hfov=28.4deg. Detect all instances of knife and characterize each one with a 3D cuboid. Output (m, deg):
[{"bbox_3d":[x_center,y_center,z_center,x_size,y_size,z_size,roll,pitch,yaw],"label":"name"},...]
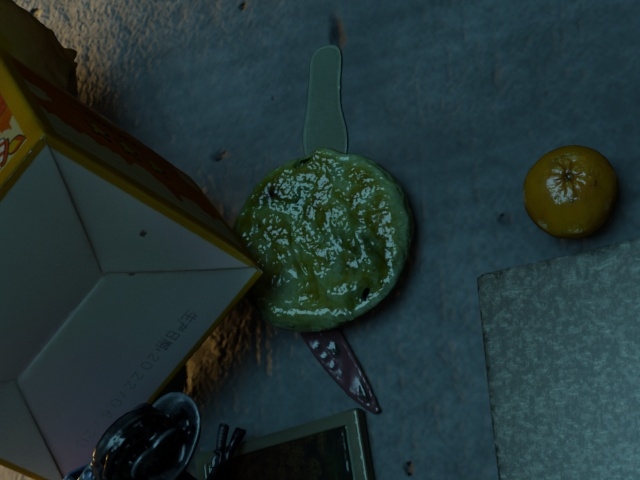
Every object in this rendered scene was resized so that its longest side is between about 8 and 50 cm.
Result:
[{"bbox_3d":[-0.012,0.070,1.205,0.035,0.018,0.247,-39,59,10],"label":"knife"}]

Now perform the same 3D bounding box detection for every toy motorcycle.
[{"bbox_3d":[-0.184,0.288,1.106,0.125,0.213,0.358,36,98,31],"label":"toy motorcycle"}]

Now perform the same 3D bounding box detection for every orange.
[{"bbox_3d":[0.212,-0.042,1.079,0.083,0.070,0.083,-9,68,23],"label":"orange"}]

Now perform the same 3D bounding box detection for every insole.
[{"bbox_3d":[0.005,-0.129,1.273,0.053,0.002,0.152,-8,69,29],"label":"insole"}]

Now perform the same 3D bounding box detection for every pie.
[{"bbox_3d":[0.000,0.000,1.196,0.187,0.041,0.186,-7,69,19],"label":"pie"}]

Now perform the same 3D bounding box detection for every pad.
[{"bbox_3d":[0.215,0.122,1.060,0.158,0.003,0.234,-15,66,26],"label":"pad"}]

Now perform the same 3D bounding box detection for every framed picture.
[{"bbox_3d":[-0.023,0.291,1.135,0.184,0.016,0.249,-19,65,24],"label":"framed picture"}]

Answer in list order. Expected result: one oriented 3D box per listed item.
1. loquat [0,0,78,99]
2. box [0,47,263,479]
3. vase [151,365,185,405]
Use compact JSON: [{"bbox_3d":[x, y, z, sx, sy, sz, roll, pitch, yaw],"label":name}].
[{"bbox_3d":[-0.403,-0.113,1.323,0.329,0.328,0.328,-10,68,27],"label":"loquat"},{"bbox_3d":[-0.260,0.027,1.146,0.283,0.259,0.214,-50,37,6],"label":"box"},{"bbox_3d":[-0.164,0.135,1.238,0.086,0.086,0.214,3,70,31],"label":"vase"}]
